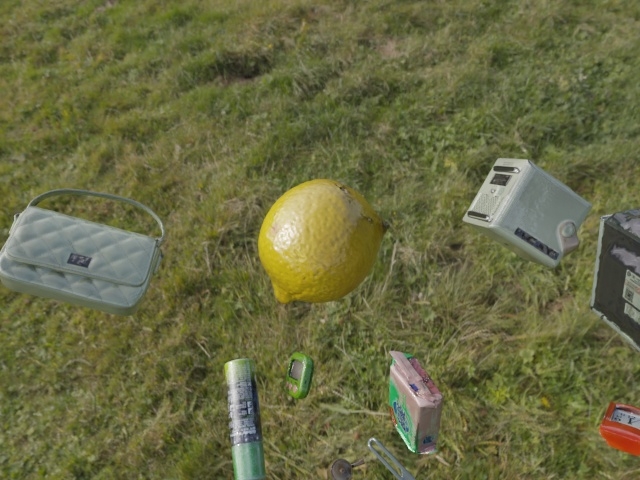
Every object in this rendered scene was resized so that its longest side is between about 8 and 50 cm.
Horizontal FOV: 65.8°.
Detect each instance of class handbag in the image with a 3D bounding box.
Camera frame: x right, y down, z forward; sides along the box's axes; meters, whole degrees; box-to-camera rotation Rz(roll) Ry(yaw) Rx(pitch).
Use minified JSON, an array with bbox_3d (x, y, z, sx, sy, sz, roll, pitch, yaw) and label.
[{"bbox_3d":[-0.409,0.005,0.875,0.256,0.079,0.219,16,61,-16],"label":"handbag"}]

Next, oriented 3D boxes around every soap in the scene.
[{"bbox_3d":[0.276,0.479,1.457,0.098,0.273,0.218,-17,41,-14],"label":"soap"}]

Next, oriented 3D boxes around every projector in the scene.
[{"bbox_3d":[0.485,-0.060,1.150,0.242,0.163,0.177,30,93,-14],"label":"projector"}]

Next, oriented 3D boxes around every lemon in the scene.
[{"bbox_3d":[-0.006,0.006,0.959,0.228,0.228,0.253,36,68,29],"label":"lemon"}]

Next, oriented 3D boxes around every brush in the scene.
[{"bbox_3d":[0.190,0.488,0.956,0.266,0.027,0.062,43,89,14],"label":"brush"}]

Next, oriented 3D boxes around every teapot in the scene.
[{"bbox_3d":[0.077,0.663,1.419,0.110,0.080,0.085,-14,70,-22],"label":"teapot"}]

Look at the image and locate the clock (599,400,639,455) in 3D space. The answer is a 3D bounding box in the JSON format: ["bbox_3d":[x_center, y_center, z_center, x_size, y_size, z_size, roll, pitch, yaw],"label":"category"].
[{"bbox_3d":[0.796,0.483,1.277,0.113,0.061,0.155,11,17,38],"label":"clock"}]

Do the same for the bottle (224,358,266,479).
[{"bbox_3d":[-0.219,0.516,1.427,0.093,0.093,0.330,-9,65,-2],"label":"bottle"}]

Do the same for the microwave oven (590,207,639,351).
[{"bbox_3d":[0.515,0.068,0.593,0.237,0.181,0.295,-9,25,-3],"label":"microwave oven"}]

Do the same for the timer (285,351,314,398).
[{"bbox_3d":[-0.062,0.406,1.491,0.047,0.140,0.128,16,80,-21],"label":"timer"}]
